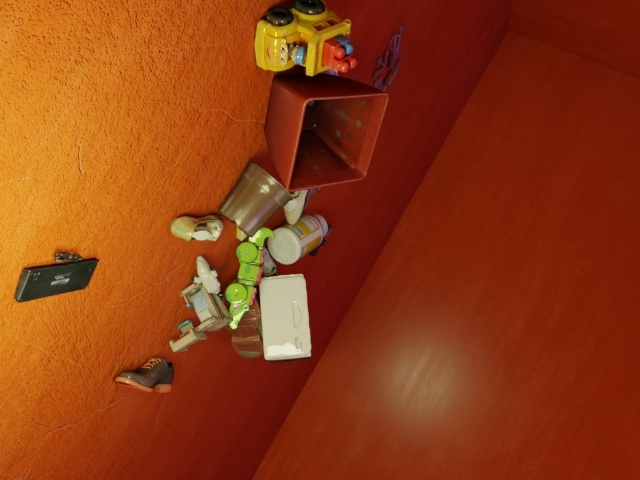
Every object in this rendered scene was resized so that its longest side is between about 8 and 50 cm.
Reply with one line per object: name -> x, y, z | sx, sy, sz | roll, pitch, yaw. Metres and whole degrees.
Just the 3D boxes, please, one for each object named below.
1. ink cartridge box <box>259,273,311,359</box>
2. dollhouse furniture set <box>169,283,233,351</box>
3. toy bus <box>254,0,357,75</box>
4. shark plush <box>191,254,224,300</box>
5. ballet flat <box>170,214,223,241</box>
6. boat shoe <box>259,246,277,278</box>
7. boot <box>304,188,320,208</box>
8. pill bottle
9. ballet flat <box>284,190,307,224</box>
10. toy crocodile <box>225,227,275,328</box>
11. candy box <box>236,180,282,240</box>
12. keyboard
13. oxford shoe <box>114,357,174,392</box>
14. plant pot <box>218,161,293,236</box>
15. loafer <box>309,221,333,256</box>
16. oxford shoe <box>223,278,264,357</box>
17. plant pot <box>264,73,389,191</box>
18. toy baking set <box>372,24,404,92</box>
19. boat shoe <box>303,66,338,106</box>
ink cartridge box -> -0.125, 0.289, 2.030 | 0.385, 0.160, 0.280 | 100, -16, -76
dollhouse furniture set -> -0.386, 0.230, 1.681 | 0.183, 0.129, 0.129 | -33, 163, 9
toy bus -> -0.022, -0.476, 1.394 | 0.220, 0.211, 0.150 | -33, 151, -30
shark plush -> -0.313, 0.114, 1.653 | 0.073, 0.067, 0.161 | -34, 128, 5
ballet flat -> -0.313, -0.024, 1.523 | 0.080, 0.073, 0.232 | -65, 162, 13
boat shoe -> -0.190, 0.089, 2.015 | 0.083, 0.075, 0.226 | -56, 161, -17
boot -> -0.035, -0.179, 2.075 | 0.087, 0.042, 0.119 | -27, 136, -45
pill bottle -> -0.074, -0.016, 2.072 | 0.245, 0.136, 0.137 | -33, 147, -55
ballet flat -> -0.086, -0.172, 1.930 | 0.086, 0.086, 0.249 | -18, 132, -65
toy crocodile -> -0.229, 0.118, 1.797 | 0.115, 0.105, 0.341 | 105, -2, -75
candy box -> -0.194, -0.096, 1.807 | 0.206, 0.027, 0.105 | -46, 160, -38
keyboard -> -0.531, 0.065, 1.153 | 0.108, 0.023, 0.180 | -60, 164, 16
oxford shoe -> -0.502, 0.382, 1.624 | 0.271, 0.096, 0.099 | 63, 38, -73
plant pot -> -0.193, -0.109, 1.607 | 0.165, 0.167, 0.167 | -50, 161, -6
loafer -> 0.000, 0.000, 2.415 | 0.062, 0.061, 0.170 | -30, 145, -59
oxford shoe -> -0.274, 0.255, 2.016 | 0.397, 0.140, 0.147 | 91, 0, -45
plant pot -> -0.013, -0.322, 1.547 | 0.267, 0.236, 0.268 | -12, 133, -32
toy baking set -> 0.272, -0.689, 2.178 | 0.256, 0.030, 0.197 | -59, 162, -7
boat shoe -> 0.008, -0.446, 1.724 | 0.324, 0.116, 0.097 | 71, 8, -53
